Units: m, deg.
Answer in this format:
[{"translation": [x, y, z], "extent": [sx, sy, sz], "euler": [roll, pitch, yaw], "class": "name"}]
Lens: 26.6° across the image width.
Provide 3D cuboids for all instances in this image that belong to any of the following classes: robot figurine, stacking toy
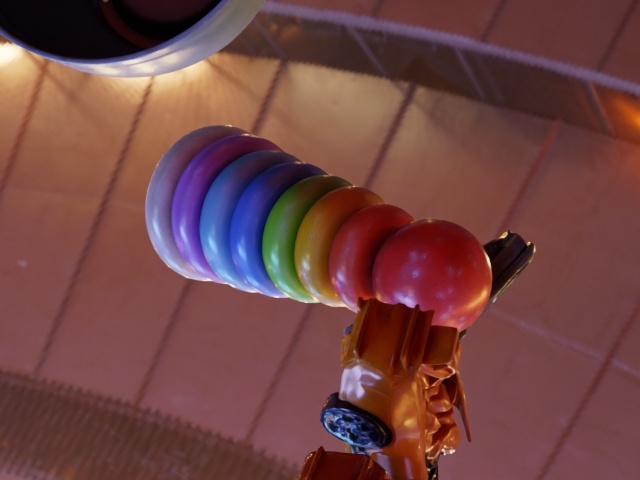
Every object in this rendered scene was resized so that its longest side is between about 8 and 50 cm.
[{"translation": [0.049, 0.179, 0.852], "extent": [0.085, 0.291, 0.211], "euler": [9, -125, 19], "class": "robot figurine"}, {"translation": [0.000, 0.000, 1.090], "extent": [0.330, 0.141, 0.141], "euler": [19, -107, 48], "class": "stacking toy"}]

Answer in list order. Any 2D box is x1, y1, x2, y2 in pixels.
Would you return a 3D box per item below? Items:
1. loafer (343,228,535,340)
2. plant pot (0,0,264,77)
[{"translation": [0.118, 0.048, 1.281], "extent": [0.084, 0.096, 0.267], "euler": [44, -137, 4], "class": "loafer"}, {"translation": [-0.157, -0.273, 1.219], "extent": [0.293, 0.196, 0.293], "euler": [-2, -99, 12], "class": "plant pot"}]
